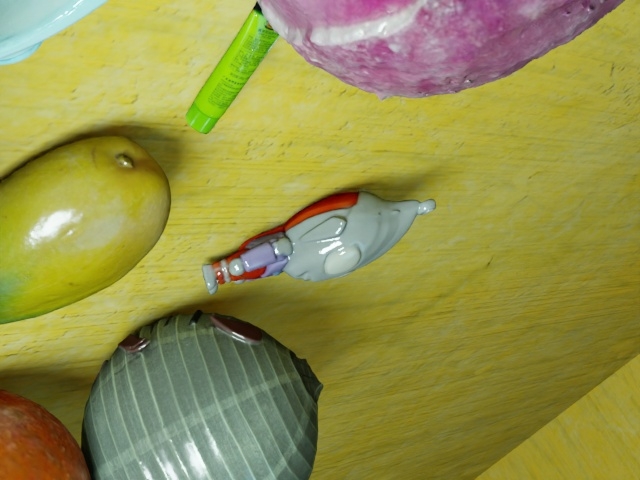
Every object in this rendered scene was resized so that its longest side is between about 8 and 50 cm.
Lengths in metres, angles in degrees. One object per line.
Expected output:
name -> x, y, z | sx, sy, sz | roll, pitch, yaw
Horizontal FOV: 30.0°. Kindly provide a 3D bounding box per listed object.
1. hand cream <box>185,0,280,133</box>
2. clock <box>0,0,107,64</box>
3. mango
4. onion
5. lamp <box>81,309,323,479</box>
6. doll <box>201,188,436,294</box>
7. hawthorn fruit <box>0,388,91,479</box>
hand cream -> -0.056, -0.124, 0.832 | 0.036, 0.023, 0.122 | 6, 137, -40
clock -> -0.167, -0.168, 0.507 | 0.274, 0.094, 0.223 | -35, 158, 13
mango -> -0.192, 0.000, 0.842 | 0.195, 0.091, 0.130 | -34, 162, 31
onion -> 0.086, -0.168, 0.608 | 0.267, 0.159, 0.349 | -40, 178, 15
lamp -> -0.107, 0.177, 1.126 | 0.233, 0.233, 0.265 | -30, 171, -4
doll -> 0.000, 0.000, 1.110 | 0.228, 0.075, 0.102 | -17, 173, -7
hawthorn fruit -> -0.300, 0.222, 0.999 | 0.235, 0.263, 0.231 | -5, 141, 40
